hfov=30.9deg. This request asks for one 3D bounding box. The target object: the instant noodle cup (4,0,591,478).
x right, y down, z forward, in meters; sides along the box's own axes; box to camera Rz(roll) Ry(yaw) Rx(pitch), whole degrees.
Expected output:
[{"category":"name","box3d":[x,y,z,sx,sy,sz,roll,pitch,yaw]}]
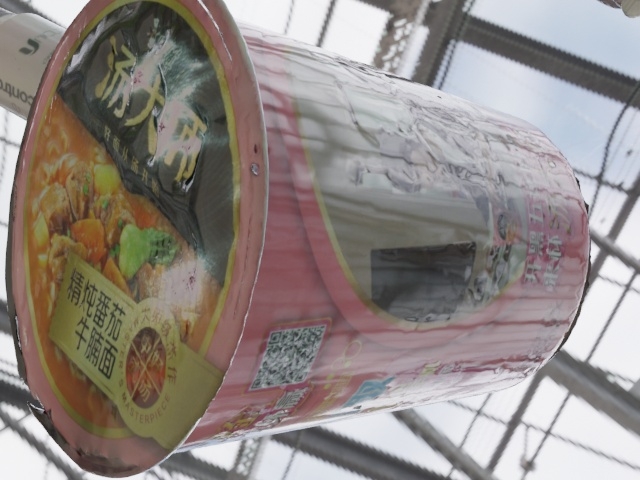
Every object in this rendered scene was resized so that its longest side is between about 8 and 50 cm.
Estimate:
[{"category":"instant noodle cup","box3d":[0.000,0.000,0.597,0.244,0.255,0.244,-9,-102,51]}]

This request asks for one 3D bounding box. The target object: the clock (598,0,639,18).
[{"category":"clock","box3d":[0.131,-0.093,0.413,0.041,0.087,0.129,-50,-127,3]}]

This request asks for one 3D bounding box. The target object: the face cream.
[{"category":"face cream","box3d":[-0.230,-0.140,1.019,0.311,0.092,0.092,29,-57,26]}]
